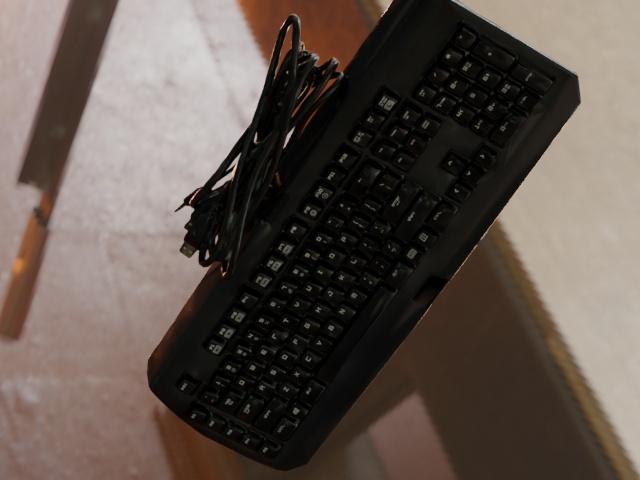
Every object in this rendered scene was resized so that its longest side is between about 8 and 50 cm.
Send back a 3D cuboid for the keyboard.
[{"bbox_3d":[0.000,0.000,0.618,0.100,0.192,0.038,30,23,-10],"label":"keyboard"}]
